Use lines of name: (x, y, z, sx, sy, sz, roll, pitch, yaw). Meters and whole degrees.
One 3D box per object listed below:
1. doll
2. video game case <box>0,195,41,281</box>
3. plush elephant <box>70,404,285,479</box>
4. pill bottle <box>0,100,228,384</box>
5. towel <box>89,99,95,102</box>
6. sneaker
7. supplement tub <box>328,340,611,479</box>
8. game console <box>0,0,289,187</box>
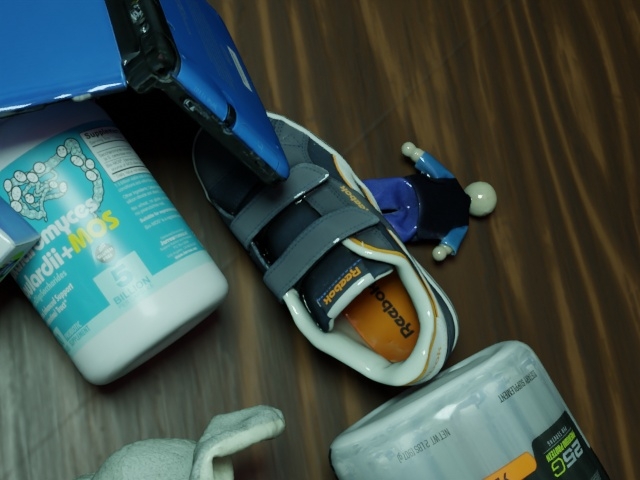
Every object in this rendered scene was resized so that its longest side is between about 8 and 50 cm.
doll: (0.098, -0.039, 0.976, 0.189, 0.046, 0.129, -6, 76, -19)
video game case: (-0.397, -0.007, 0.732, 0.269, 0.061, 0.244, 44, 98, -1)
plush elephant: (-0.120, 0.270, 0.720, 0.255, 0.272, 0.330, -74, 143, -57)
pill bottle: (-0.208, -0.019, 0.815, 0.146, 0.146, 0.264, -35, 86, -24)
towel: (-0.314, -0.188, 0.898, 0.197, 0.029, 0.144, -10, 76, -21)
sneaker: (0.000, 0.000, 0.863, 0.321, 0.127, 0.126, 43, 105, 4)
supplement tub: (0.170, 0.275, 0.814, 0.207, 0.207, 0.338, -27, 83, -24)
game console: (-0.191, -0.152, 0.822, 0.250, 0.173, 0.293, 42, 17, -42)
